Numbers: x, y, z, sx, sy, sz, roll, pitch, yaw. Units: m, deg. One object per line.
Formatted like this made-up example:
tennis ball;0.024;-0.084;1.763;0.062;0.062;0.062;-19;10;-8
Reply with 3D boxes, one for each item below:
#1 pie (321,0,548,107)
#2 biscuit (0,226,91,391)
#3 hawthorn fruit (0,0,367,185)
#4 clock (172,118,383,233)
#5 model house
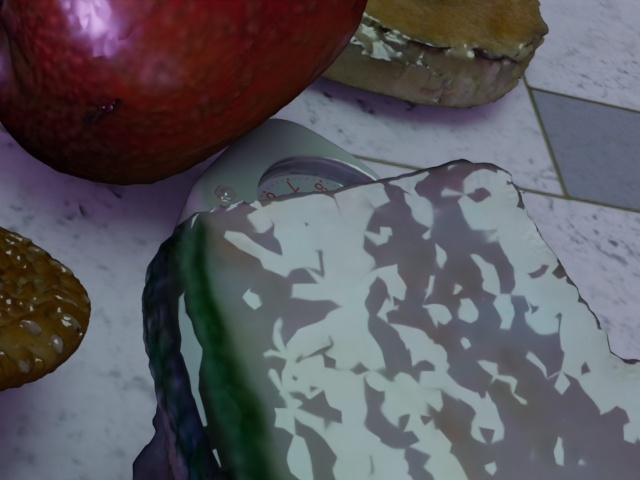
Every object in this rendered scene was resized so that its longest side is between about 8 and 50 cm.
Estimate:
pie;0.055;-0.241;1.368;0.339;0.083;0.339;14;40;-12
biscuit;-0.277;0.016;0.846;0.305;0.038;0.305;12;16;-3
hawthorn fruit;-0.094;-0.212;1.073;0.369;0.285;0.285;-33;66;-22
clock;0.000;0.000;1.096;0.191;0.062;0.151;33;39;6
model house;0.037;0.162;0.787;0.243;0.284;0.298;-13;60;-22
